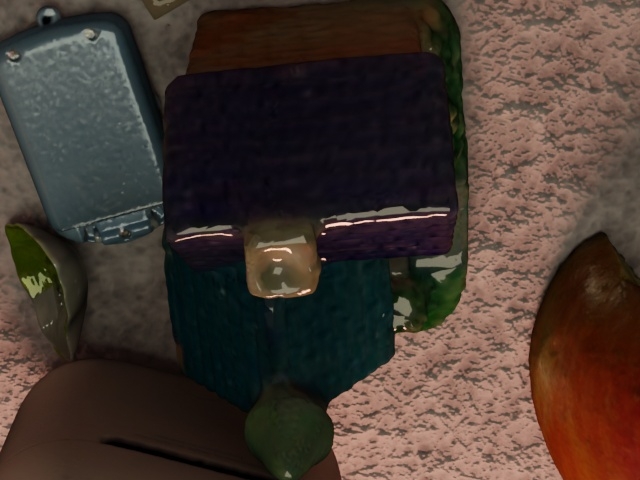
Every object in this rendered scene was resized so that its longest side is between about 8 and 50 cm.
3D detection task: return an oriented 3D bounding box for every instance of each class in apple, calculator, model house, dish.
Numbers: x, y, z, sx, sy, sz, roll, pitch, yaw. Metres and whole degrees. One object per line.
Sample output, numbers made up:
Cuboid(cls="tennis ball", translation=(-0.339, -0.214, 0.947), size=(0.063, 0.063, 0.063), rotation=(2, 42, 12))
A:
Cuboid(cls="apple", translation=(0.305, 0.171, 1.250), size=(0.254, 0.179, 0.346), rotation=(-14, 120, 49))
Cuboid(cls="calculator", translation=(-0.188, -0.092, 1.188), size=(0.121, 0.039, 0.210), rotation=(-16, 113, 5))
Cuboid(cls="model house", translation=(0.000, 0.000, 1.099), size=(0.245, 0.280, 0.312), rotation=(-2, 116, 1))
Cuboid(cls="dish", translation=(-0.221, 0.039, 1.241), size=(0.039, 0.091, 0.137), rotation=(-30, 133, -27))

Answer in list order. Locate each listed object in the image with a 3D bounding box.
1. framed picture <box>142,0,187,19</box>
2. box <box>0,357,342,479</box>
Cuboid(cls="framed picture", translation=(-0.116, -0.314, 1.098), size=(0.184, 0.016, 0.250), rotation=(-27, 112, 11))
Cuboid(cls="box", translation=(-0.115, 0.209, 1.159), size=(0.288, 0.349, 0.141), rotation=(17, 102, -7))
